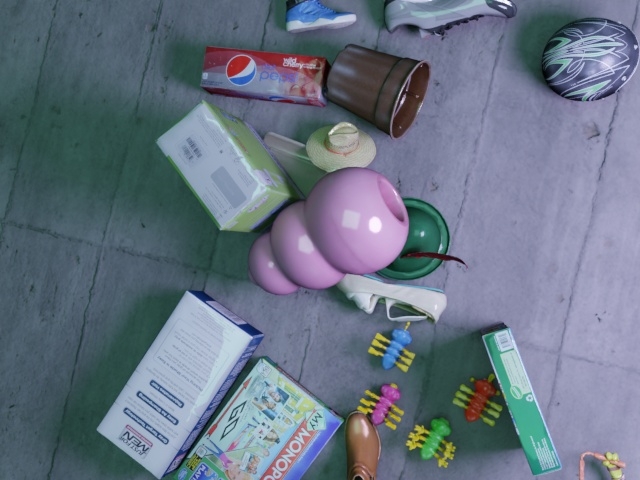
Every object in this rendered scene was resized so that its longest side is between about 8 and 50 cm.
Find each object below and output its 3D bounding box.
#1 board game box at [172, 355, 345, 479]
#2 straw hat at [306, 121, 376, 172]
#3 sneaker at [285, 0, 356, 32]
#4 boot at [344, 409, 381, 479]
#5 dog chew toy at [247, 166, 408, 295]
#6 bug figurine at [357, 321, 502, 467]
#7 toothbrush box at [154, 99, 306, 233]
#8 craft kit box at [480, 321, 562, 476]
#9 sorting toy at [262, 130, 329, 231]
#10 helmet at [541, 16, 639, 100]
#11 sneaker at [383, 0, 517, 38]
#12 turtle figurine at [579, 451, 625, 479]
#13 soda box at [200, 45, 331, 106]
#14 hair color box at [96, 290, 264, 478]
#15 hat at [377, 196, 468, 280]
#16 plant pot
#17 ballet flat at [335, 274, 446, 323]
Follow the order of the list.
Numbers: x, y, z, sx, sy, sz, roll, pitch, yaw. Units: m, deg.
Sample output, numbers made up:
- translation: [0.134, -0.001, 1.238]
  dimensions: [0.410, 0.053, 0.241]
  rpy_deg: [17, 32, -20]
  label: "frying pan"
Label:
- translation: [-0.128, 0.429, 1.575]
  dimensions: [0.213, 0.046, 0.317]
  rpy_deg: [37, 93, 12]
  label: "board game box"
- translation: [0.044, -0.206, 1.548]
  dimensions: [0.144, 0.061, 0.144]
  rpy_deg: [2, 55, -3]
  label: "straw hat"
- translation: [-0.002, -0.490, 1.611]
  dimensions: [0.152, 0.058, 0.084]
  rpy_deg: [-2, 94, 17]
  label: "sneaker"
- translation: [0.077, 0.435, 1.480]
  dimensions: [0.073, 0.152, 0.197]
  rpy_deg: [-9, 84, 10]
  label: "boot"
- translation: [0.000, 0.000, 1.462]
  dimensions: [0.332, 0.206, 0.206]
  rpy_deg: [-29, 81, 23]
  label: "dog chew toy"
- translation: [0.204, 0.305, 1.506]
  dimensions: [0.279, 0.072, 0.216]
  rpy_deg: [31, 90, 13]
  label: "bug figurine"
- translation: [-0.159, -0.130, 1.454]
  dimensions: [0.122, 0.283, 0.206]
  rpy_deg: [-38, 83, 11]
  label: "toothbrush box"
- translation: [0.358, 0.276, 1.392]
  dimensions: [0.061, 0.246, 0.250]
  rpy_deg: [-20, 82, 12]
  label: "craft kit box"
- translation: [-0.064, -0.108, 1.603]
  dimensions: [0.348, 0.047, 0.196]
  rpy_deg: [22, 94, 12]
  label: "sorting toy"
- translation: [0.509, -0.343, 1.450]
  dimensions: [0.169, 0.161, 0.169]
  rpy_deg: [-1, 86, 11]
  label: "helmet"
- translation: [0.259, -0.462, 1.550]
  dimensions: [0.271, 0.100, 0.108]
  rpy_deg: [6, 101, 15]
  label: "sneaker"
- translation: [0.600, 0.506, 1.410]
  dimensions: [0.217, 0.087, 0.269]
  rpy_deg: [-16, 74, 2]
  label: "turtle figurine"
- translation: [-0.113, -0.345, 1.609]
  dimensions: [0.263, 0.083, 0.092]
  rpy_deg: [9, 88, 11]
  label: "soda box"
- translation: [-0.287, 0.293, 1.584]
  dimensions: [0.174, 0.105, 0.347]
  rpy_deg: [34, 92, 12]
  label: "hair color box"
- translation: [0.170, -0.011, 1.479]
  dimensions: [0.208, 0.183, 0.173]
  rpy_deg: [-8, 84, 10]
  label: "hat"
- translation: [0.110, -0.307, 1.533]
  dimensions: [0.165, 0.167, 0.167]
  rpy_deg: [25, 91, 20]
  label: "plant pot"
- translation: [0.126, 0.115, 1.526]
  dimensions: [0.248, 0.086, 0.086]
  rpy_deg: [11, 88, 12]
  label: "ballet flat"
